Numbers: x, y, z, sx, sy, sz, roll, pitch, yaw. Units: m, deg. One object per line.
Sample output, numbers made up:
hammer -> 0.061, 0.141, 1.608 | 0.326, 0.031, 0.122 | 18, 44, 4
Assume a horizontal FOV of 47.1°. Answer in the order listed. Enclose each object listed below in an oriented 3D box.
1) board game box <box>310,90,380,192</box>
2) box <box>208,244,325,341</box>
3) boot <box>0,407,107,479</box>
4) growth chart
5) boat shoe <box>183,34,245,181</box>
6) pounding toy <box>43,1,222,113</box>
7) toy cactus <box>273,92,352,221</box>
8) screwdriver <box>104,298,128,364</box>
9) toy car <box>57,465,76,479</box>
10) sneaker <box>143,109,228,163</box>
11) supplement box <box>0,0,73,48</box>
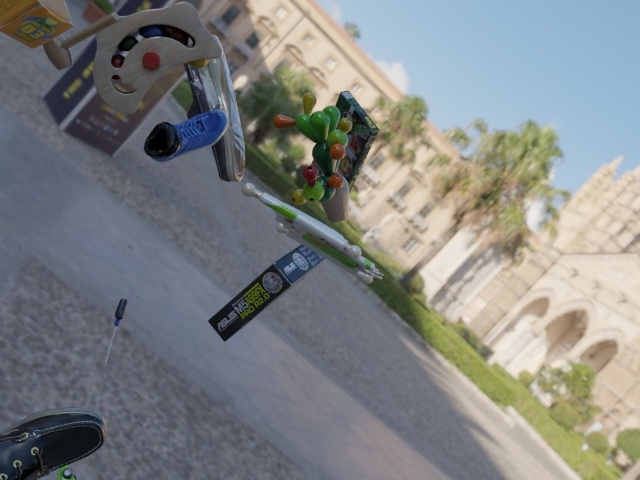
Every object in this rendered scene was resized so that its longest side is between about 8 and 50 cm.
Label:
board game box -> 0.049, -0.205, 1.705 | 0.030, 0.259, 0.136 | -13, 56, -31
box -> -0.096, 0.092, 1.580 | 0.060, 0.216, 0.270 | 50, 27, 2
boot -> -0.373, 0.298, 0.885 | 0.178, 0.236, 0.085 | -136, -144, -63
growth chart -> 0.000, 0.000, 0.896 | 0.172, 0.021, 0.237 | 30, -6, 10
boat shoe -> -0.208, -0.245, 1.397 | 0.103, 0.092, 0.285 | 12, 67, -83
pounding toy -> -0.292, -0.286, 1.177 | 0.155, 0.270, 0.154 | -134, -150, -71
toy cactus -> 0.001, -0.102, 1.064 | 0.219, 0.112, 0.180 | -95, 173, -51
screwdriver -> -0.500, 0.221, 1.783 | 0.024, 0.170, 0.025 | 19, -28, -18
toy car -> -0.532, 0.597, 1.610 | 0.225, 0.053, 0.239 | 54, -25, 23
sneaker -> -0.232, -0.183, 1.263 | 0.084, 0.152, 0.058 | 18, 48, -84
supplement box -> -0.411, -0.378, 0.973 | 0.233, 0.080, 0.078 | 65, 12, 13
